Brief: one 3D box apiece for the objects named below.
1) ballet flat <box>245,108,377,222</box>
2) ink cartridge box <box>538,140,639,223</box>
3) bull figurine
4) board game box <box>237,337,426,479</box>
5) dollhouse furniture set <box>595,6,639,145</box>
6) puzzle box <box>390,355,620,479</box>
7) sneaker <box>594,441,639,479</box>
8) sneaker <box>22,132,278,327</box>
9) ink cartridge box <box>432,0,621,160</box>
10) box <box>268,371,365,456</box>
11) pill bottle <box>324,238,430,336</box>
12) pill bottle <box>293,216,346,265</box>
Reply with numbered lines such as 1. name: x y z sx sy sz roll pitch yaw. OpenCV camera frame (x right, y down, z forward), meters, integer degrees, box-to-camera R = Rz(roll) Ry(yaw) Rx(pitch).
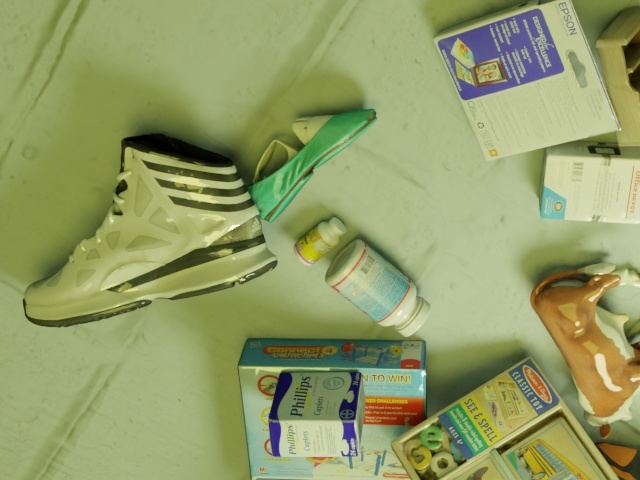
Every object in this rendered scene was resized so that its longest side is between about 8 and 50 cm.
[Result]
1. ballet flat: -0.027 -0.130 1.604 0.087 0.083 0.247 47 113 -2
2. ink cartridge box: 0.414 -0.084 1.574 0.180 0.060 0.104 4 118 6
3. bull figurine: 0.452 0.168 1.684 0.188 0.101 0.310 -28 113 17
4. board game box: 0.029 0.315 1.829 0.308 0.086 0.301 1 118 8
5. dollhouse furniture set: 0.505 -0.218 1.409 0.242 0.212 0.161 2 124 38
6. puzzle box: 0.327 0.414 1.658 0.272 0.408 0.052 -31 156 -7
7. sneaker: 0.431 0.444 1.776 0.321 0.180 0.124 -16 118 -8
8. sneaker: -0.296 -0.025 1.684 0.448 0.169 0.257 -15 95 23
9. ink cartridge box: 0.288 -0.223 1.494 0.208 0.045 0.206 -11 117 35
10. box: -0.004 0.270 1.687 0.137 0.126 0.072 -2 119 9
11. pill bottle: 0.092 0.078 1.692 0.160 0.087 0.087 39 116 -12
12. pill bottle: 0.000 0.000 1.688 0.083 0.043 0.043 -39 106 24
